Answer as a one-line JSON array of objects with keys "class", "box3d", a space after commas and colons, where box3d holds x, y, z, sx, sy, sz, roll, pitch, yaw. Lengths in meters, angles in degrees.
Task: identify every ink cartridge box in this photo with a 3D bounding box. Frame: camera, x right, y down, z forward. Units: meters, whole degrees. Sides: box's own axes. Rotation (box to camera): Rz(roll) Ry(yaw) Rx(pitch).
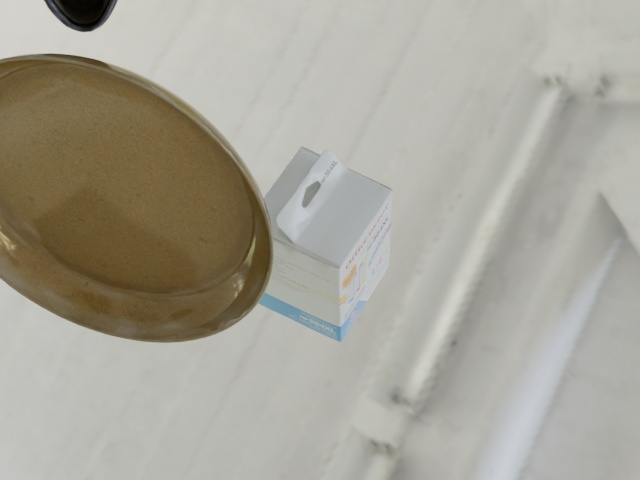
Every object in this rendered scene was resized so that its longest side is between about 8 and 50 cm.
[{"class": "ink cartridge box", "box3d": [0.000, 0.000, 1.284, 0.090, 0.143, 0.092, 26, -117, 15]}]

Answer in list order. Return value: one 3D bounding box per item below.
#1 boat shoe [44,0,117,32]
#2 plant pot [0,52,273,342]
[{"class": "boat shoe", "box3d": [-0.152, -0.230, 0.948, 0.103, 0.285, 0.092, -10, -112, -11]}, {"class": "plant pot", "box3d": [-0.137, -0.028, 0.978, 0.236, 0.236, 0.032, -11, -144, 32]}]
